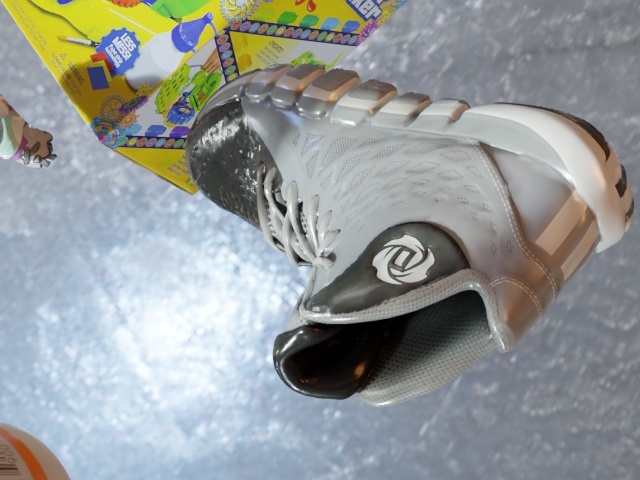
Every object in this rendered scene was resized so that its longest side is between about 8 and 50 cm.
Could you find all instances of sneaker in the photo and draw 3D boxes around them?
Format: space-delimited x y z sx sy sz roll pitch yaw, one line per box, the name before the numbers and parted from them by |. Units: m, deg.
sneaker | 0.000 0.000 0.596 0.228 0.132 0.086 7 139 43
sneaker | -0.245 -0.085 1.201 0.069 0.098 0.038 27 108 -36

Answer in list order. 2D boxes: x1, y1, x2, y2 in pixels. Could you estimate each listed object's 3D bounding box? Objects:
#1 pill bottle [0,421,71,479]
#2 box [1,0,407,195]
pill bottle | -0.362 0.222 0.949 0.224 0.392 0.224 -7 78 39
box | -0.128 -0.253 1.344 0.279 0.177 0.290 -42 64 8
